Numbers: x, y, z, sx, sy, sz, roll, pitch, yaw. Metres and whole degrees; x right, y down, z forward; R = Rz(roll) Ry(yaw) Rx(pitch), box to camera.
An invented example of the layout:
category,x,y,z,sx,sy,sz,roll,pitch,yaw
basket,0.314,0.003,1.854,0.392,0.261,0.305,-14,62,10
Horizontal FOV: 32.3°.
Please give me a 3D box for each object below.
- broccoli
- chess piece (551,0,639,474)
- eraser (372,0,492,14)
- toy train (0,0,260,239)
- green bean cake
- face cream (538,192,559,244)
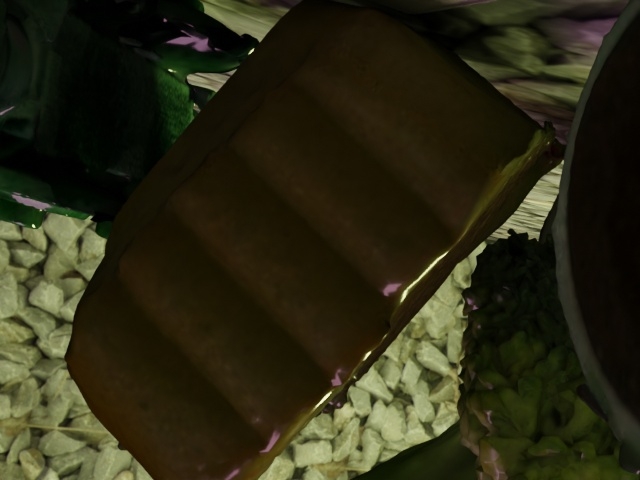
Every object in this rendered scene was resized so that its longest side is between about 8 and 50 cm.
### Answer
category,x,y,z,sx,sy,sz,roll,pitch,yaw
broccoli,0.096,0.160,0.699,0.396,0.353,0.275,10,-163,5
chess piece,0.243,-0.006,0.359,0.298,0.176,0.176,0,-177,-17
eraser,0.028,-0.106,0.375,0.103,0.023,0.150,13,180,-25
toy train,-0.154,-0.086,0.586,0.201,0.145,0.266,16,179,15
green bean cake,0.000,0.000,0.547,0.124,0.233,0.236,43,-167,8
face cream,0.279,0.037,0.841,0.194,0.175,0.175,11,178,30
